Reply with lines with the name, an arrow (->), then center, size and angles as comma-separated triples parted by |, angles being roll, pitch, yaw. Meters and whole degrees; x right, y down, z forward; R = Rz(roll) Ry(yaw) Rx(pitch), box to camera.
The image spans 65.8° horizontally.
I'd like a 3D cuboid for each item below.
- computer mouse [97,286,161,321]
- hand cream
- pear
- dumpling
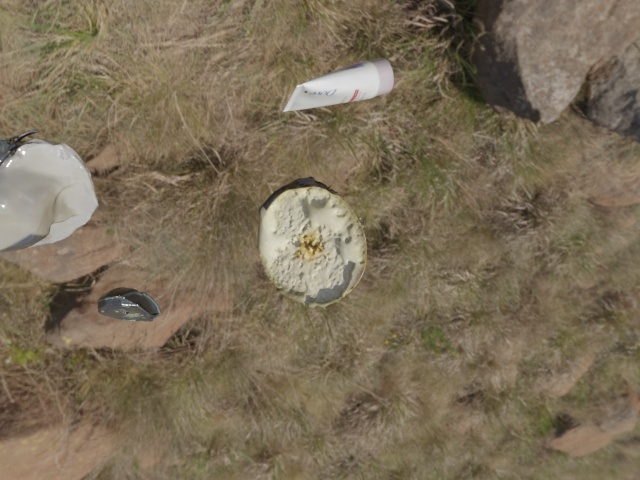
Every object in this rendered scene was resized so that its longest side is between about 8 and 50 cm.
computer mouse -> -0.462, 0.153, 1.198 | 0.106, 0.062, 0.192 | -11, 157, 9
hand cream -> 0.042, -0.344, 1.106 | 0.248, 0.083, 0.133 | -21, 176, -17
pear -> 0.001, 0.003, 1.056 | 0.267, 0.267, 0.178 | -45, 167, 18
dumpling -> -0.510, -0.051, 0.823 | 0.293, 0.163, 0.204 | -30, 119, 13
